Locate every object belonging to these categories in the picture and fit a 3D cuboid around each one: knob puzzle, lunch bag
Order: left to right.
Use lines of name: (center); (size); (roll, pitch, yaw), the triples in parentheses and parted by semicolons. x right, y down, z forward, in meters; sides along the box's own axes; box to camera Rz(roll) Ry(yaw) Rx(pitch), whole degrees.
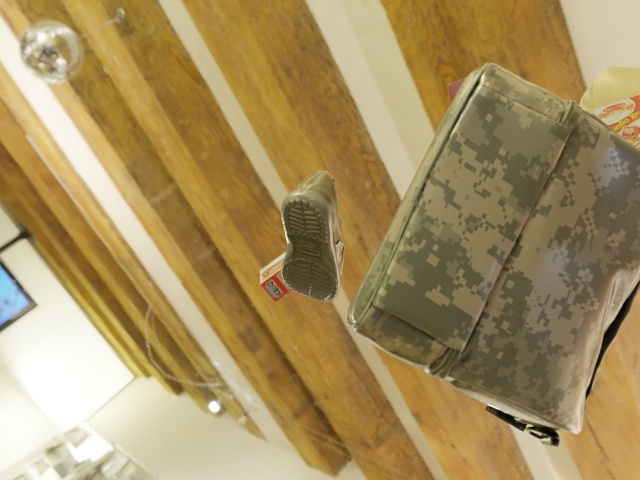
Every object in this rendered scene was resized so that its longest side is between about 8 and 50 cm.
lunch bag: (0.195, 0.020, 0.634); (0.256, 0.305, 0.212); (27, -2, 5)
knob puzzle: (0.483, -0.187, 0.956); (0.213, 0.213, 0.030); (33, -16, 25)

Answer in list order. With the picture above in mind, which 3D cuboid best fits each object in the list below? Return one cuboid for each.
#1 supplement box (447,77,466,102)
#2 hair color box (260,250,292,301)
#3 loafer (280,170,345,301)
supplement box: (0.269, -0.253, 1.113); (0.043, 0.083, 0.055); (-13, -97, 43)
hair color box: (-0.041, 0.043, 1.258); (0.053, 0.167, 0.093); (51, 6, -15)
loafer: (0.000, 0.000, 0.891); (0.094, 0.087, 0.251); (20, -35, 12)
